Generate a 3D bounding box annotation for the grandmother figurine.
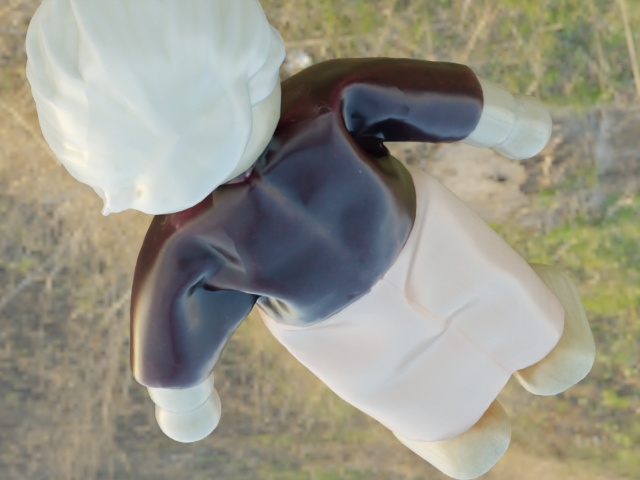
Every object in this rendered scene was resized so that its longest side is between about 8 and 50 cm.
[{"bbox_3d":[0.000,0.000,0.570,0.208,0.104,0.342,-51,140,-5],"label":"grandmother figurine"}]
